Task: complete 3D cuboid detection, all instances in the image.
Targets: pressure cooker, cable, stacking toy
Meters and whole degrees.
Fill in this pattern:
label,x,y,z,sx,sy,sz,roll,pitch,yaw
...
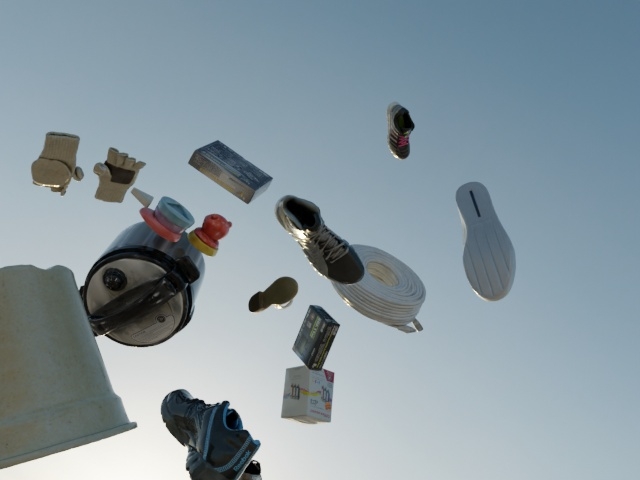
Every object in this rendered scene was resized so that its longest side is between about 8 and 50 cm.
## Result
label,x,y,z,sx,sy,sz,roll,pitch,yaw
pressure cooker,-0.605,0.158,2.071,0.375,0.420,0.370,16,-71,-7
cable,0.148,0.111,1.571,0.257,0.257,0.089,17,-60,-22
stacking toy,-0.463,-0.102,2.042,0.130,0.279,0.309,-48,-32,10

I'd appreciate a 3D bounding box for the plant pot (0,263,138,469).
label,x,y,z,sx,sy,sz,roll,pitch,yaw
plant pot,-0.509,0.213,1.029,0.333,0.305,0.334,-14,-11,-3

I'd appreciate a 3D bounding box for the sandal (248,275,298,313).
label,x,y,z,sx,sy,sz,roll,pitch,yaw
sandal,-0.123,0.176,1.891,0.079,0.088,0.240,18,-32,-40

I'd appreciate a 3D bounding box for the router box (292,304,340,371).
label,x,y,z,sx,sy,sz,roll,pitch,yaw
router box,-0.012,0.221,1.377,0.038,0.092,0.122,14,-77,-33

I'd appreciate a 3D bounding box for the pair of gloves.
label,x,y,z,sx,sy,sz,roll,pitch,yaw
pair of gloves,-0.565,-0.163,1.464,0.240,0.042,0.204,13,-39,-34

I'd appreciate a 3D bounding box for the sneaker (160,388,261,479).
label,x,y,z,sx,sy,sz,roll,pitch,yaw
sneaker,-0.230,0.396,1.276,0.125,0.140,0.341,49,-11,-33

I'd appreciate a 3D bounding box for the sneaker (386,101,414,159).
label,x,y,z,sx,sy,sz,roll,pitch,yaw
sneaker,0.230,-0.303,1.710,0.063,0.075,0.170,-19,-63,-18

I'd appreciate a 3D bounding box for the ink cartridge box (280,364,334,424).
label,x,y,z,sx,sy,sz,roll,pitch,yaw
ink cartridge box,-0.042,0.530,2.073,0.127,0.176,0.128,-18,-35,39

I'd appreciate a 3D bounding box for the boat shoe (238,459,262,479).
label,x,y,z,sx,sy,sz,roll,pitch,yaw
boat shoe,-0.167,0.565,1.459,0.066,0.066,0.183,13,-5,-2

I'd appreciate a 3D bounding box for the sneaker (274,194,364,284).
label,x,y,z,sx,sy,sz,roll,pitch,yaw
sneaker,0.000,0.000,1.157,0.228,0.086,0.132,43,-8,-2

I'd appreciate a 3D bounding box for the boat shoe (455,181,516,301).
label,x,y,z,sx,sy,sz,roll,pitch,yaw
boat shoe,0.410,0.010,1.478,0.121,0.335,0.119,-15,-37,21

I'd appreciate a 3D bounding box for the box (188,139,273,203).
label,x,y,z,sx,sy,sz,roll,pitch,yaw
box,-0.283,-0.222,1.940,0.231,0.183,0.056,34,-66,0
